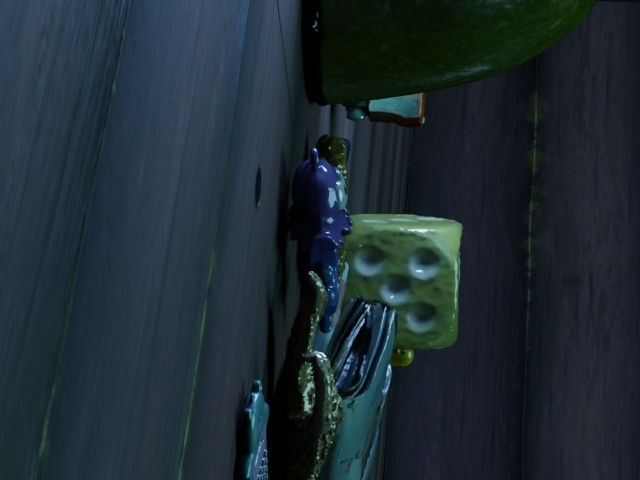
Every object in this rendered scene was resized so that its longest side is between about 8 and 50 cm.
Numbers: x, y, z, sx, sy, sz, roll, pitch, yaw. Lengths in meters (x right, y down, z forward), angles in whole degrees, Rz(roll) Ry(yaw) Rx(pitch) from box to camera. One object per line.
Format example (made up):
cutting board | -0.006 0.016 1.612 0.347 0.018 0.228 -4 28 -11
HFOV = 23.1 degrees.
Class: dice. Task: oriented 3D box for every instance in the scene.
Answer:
dice | 0.104 0.054 2.122 0.166 0.169 0.169 -49 141 -82

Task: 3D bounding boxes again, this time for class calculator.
calculator | -0.056 0.182 1.320 0.094 0.019 0.141 -75 168 -53

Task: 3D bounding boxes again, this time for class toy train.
toy train | 0.078 -0.230 1.955 0.074 0.118 0.176 81 15 -78

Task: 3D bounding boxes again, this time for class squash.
squash | 0.150 -0.290 1.680 0.310 0.309 0.310 3 90 -86

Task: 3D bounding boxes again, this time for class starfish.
starfish | -0.019 0.177 1.505 0.302 0.060 0.299 -177 -98 -83

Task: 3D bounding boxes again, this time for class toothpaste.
toothpaste | -0.001 0.114 1.780 0.056 0.036 0.205 80 18 -57

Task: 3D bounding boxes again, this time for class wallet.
wallet | 0.025 0.200 1.729 0.176 0.075 0.250 -64 166 -49

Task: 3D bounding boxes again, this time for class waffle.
waffle | 0.007 -0.012 1.719 0.192 0.046 0.160 81 14 -69

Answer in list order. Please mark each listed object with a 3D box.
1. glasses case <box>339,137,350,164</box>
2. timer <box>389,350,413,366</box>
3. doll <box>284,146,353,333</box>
glasses case | 0.016 -0.099 1.819 0.083 0.033 0.023 -79 160 -57
timer | 0.078 0.175 2.234 0.107 0.109 0.107 4 90 -85
doll | 0.000 0.000 1.519 0.110 0.067 0.206 -102 -172 -56
